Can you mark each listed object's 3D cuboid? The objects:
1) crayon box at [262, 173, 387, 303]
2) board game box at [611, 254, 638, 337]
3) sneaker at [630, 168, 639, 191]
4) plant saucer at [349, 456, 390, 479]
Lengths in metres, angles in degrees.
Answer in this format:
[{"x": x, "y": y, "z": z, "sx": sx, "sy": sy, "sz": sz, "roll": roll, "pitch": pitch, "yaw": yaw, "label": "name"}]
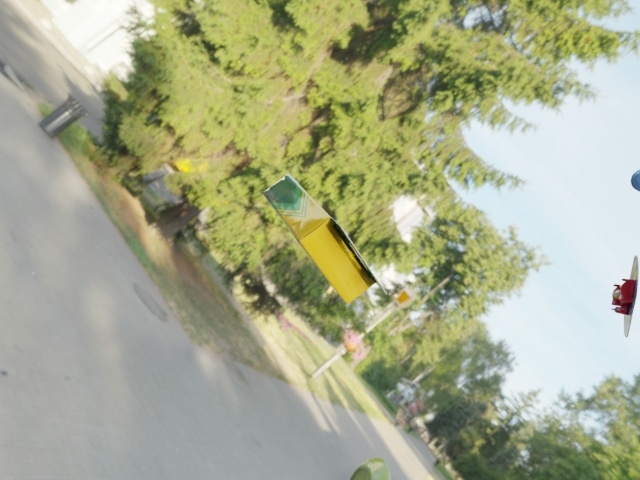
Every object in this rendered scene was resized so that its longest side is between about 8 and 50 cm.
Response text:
[{"x": 0.000, "y": 0.000, "z": 1.243, "sx": 0.203, "sy": 0.083, "sz": 0.323, "roll": 54, "pitch": -3, "yaw": -33, "label": "crayon box"}, {"x": 0.612, "y": 0.112, "z": 1.160, "sx": 0.033, "sy": 0.133, "sz": 0.168, "roll": 7, "pitch": -56, "yaw": 23, "label": "board game box"}, {"x": 0.756, "y": -0.109, "z": 1.175, "sx": 0.210, "sy": 0.069, "sz": 0.082, "roll": 17, "pitch": 10, "yaw": 17, "label": "sneaker"}, {"x": 0.095, "y": 0.625, "z": 1.336, "sx": 0.037, "sy": 0.240, "sz": 0.241, "roll": 20, "pitch": 1, "yaw": -10, "label": "plant saucer"}]
